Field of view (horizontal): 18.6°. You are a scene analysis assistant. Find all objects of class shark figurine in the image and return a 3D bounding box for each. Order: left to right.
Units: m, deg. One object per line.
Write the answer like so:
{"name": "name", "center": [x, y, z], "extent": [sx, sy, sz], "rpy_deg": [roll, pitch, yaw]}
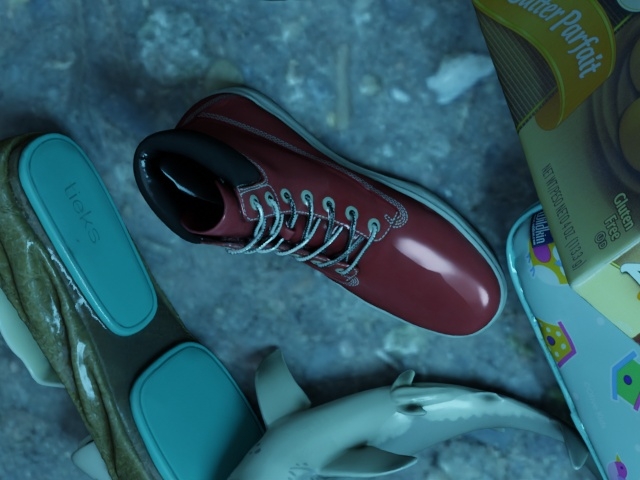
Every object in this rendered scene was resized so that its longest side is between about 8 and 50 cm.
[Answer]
{"name": "shark figurine", "center": [0.058, 0.150, 1.313], "extent": [0.278, 0.166, 0.116], "rpy_deg": [-11, 130, -2]}

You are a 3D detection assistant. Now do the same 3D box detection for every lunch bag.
{"name": "lunch bag", "center": [0.246, 0.061, 1.167], "extent": [0.224, 0.108, 0.279], "rpy_deg": [-17, 100, 51]}

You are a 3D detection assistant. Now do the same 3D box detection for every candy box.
{"name": "candy box", "center": [0.195, -0.107, 1.076], "extent": [0.183, 0.316, 0.087], "rpy_deg": [-36, 126, 21]}

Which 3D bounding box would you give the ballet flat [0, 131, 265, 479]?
{"name": "ballet flat", "center": [-0.146, 0.090, 1.337], "extent": [0.124, 0.116, 0.342], "rpy_deg": [-28, 96, 40]}

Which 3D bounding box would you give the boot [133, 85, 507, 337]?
{"name": "boot", "center": [0.000, 0.000, 1.228], "extent": [0.244, 0.176, 0.088], "rpy_deg": [33, 109, 3]}
